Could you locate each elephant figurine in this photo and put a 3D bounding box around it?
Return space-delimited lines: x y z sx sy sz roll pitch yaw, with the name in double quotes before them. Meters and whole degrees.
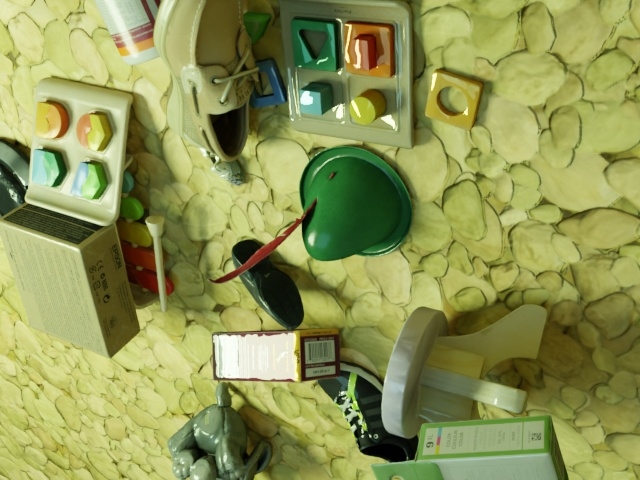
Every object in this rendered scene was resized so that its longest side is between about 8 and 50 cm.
"elephant figurine" -0.178 0.426 1.570 0.169 0.186 0.239 53 177 40

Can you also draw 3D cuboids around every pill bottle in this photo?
"pill bottle" -0.242 -0.348 1.048 0.121 0.121 0.221 -4 118 37

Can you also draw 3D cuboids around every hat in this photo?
"hat" 0.000 0.000 1.094 0.173 0.183 0.208 39 135 4

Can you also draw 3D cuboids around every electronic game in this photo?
"electronic game" -0.569 -0.081 1.527 0.229 0.048 0.229 20 126 30

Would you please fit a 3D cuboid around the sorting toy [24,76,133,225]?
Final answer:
"sorting toy" -0.389 -0.143 1.296 0.193 0.038 0.208 15 100 26

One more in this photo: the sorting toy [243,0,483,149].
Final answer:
"sorting toy" 0.028 -0.204 1.020 0.348 0.047 0.195 12 128 27

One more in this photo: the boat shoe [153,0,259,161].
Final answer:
"boat shoe" -0.124 -0.219 1.027 0.110 0.121 0.341 39 158 10

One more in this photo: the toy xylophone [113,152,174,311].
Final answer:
"toy xylophone" -0.337 0.000 1.402 0.236 0.081 0.322 23 132 20

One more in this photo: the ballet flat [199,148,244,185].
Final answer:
"ballet flat" -0.154 -0.123 1.213 0.041 0.041 0.114 -11 115 40

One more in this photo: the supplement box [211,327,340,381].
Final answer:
"supplement box" -0.073 0.184 1.323 0.188 0.104 0.080 -7 82 38

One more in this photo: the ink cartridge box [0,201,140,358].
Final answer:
"ink cartridge box" -0.421 0.064 1.385 0.193 0.088 0.234 17 130 26

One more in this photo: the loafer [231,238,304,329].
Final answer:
"loafer" -0.080 0.075 1.277 0.170 0.062 0.061 55 155 27

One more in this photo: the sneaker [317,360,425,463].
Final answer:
"sneaker" 0.081 0.288 1.313 0.235 0.097 0.084 37 135 6

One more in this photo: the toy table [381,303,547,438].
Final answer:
"toy table" 0.190 0.193 1.080 0.161 0.274 0.252 13 95 17

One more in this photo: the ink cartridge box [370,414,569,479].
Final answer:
"ink cartridge box" 0.177 0.270 0.968 0.209 0.062 0.109 -10 122 21
